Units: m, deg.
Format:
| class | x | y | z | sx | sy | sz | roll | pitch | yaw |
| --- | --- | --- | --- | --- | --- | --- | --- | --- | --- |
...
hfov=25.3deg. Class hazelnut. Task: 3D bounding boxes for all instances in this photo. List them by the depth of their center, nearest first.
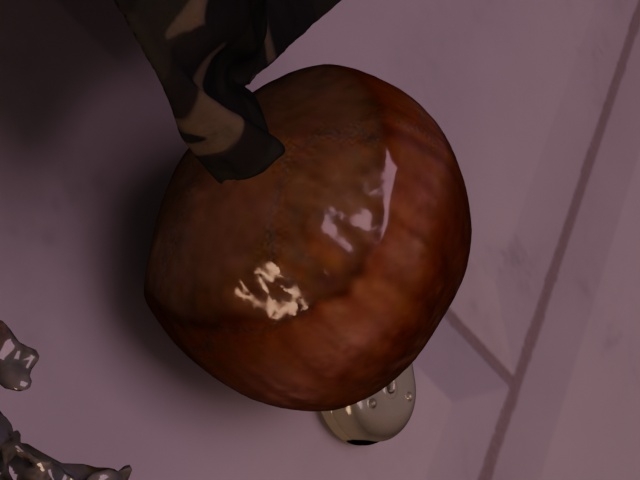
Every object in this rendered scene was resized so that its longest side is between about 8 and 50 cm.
| class | x | y | z | sx | sy | sz | roll | pitch | yaw |
| --- | --- | --- | --- | --- | --- | --- | --- | --- | --- |
| hazelnut | 0.000 | 0.000 | 0.863 | 0.214 | 0.176 | 0.214 | -16 | 122 | -27 |

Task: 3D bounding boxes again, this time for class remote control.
| class | x | y | z | sx | sy | sz | roll | pitch | yaw |
| --- | --- | --- | --- | --- | --- | --- | --- | --- | --- |
| remote control | 0.023 | 0.030 | 0.980 | 0.078 | 0.042 | 0.221 | -3 | 81 | -47 |

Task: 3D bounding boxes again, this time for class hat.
| class | x | y | z | sx | sy | sz | roll | pitch | yaw |
| --- | --- | --- | --- | --- | --- | --- | --- | --- | --- |
| hat | -0.076 | -0.250 | 0.773 | 0.366 | 0.257 | 0.381 | 44 | 59 | -1 |

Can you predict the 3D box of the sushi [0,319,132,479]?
| class | x | y | z | sx | sy | sz | roll | pitch | yaw |
| --- | --- | --- | --- | --- | --- | --- | --- | --- | --- |
| sushi | -0.234 | 0.186 | 0.523 | 0.417 | 0.176 | 0.417 | 8 | 79 | -42 |
